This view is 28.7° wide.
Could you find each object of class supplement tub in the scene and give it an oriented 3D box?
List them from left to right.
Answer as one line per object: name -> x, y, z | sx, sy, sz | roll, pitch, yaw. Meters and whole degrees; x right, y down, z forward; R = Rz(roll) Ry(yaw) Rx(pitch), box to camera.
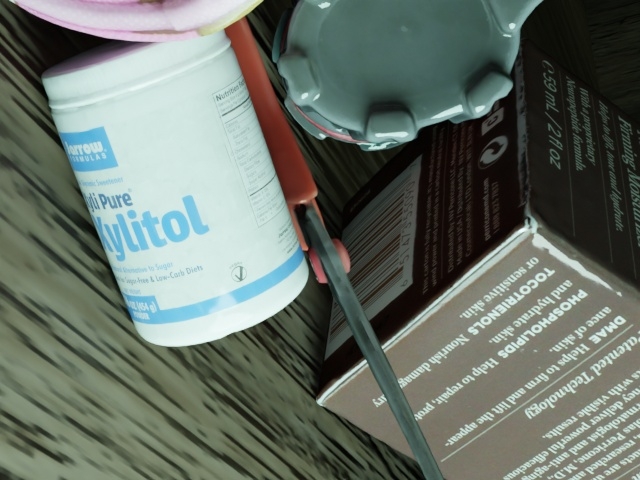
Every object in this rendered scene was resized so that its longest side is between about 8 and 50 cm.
supplement tub -> -0.052, -0.022, 0.460 | 0.071, 0.071, 0.107 | -59, 132, -65

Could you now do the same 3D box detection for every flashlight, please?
flashlight -> 0.022, -0.085, 0.567 | 0.304, 0.103, 0.103 | -75, -176, -82

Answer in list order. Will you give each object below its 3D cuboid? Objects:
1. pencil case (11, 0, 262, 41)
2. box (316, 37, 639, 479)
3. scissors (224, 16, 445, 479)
pencil case -> -0.035, -0.216, 0.515 | 0.386, 0.160, 0.167 | -67, 172, -61
box -> 0.130, 0.036, 0.690 | 0.203, 0.167, 0.168 | 32, 37, -19
scissors -> 0.000, 0.000, 0.507 | 0.109, 0.021, 0.297 | 82, -16, -61
